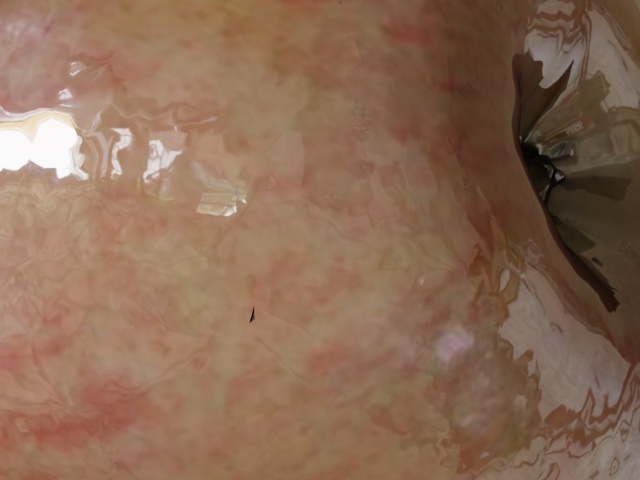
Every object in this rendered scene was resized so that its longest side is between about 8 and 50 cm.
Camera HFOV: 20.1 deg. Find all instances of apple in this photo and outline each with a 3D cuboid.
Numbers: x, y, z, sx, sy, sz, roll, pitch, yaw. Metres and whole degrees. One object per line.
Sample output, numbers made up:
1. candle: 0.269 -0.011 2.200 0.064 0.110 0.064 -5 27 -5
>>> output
1. apple: 0.000 0.000 0.628 0.269 0.345 0.345 7 158 43
